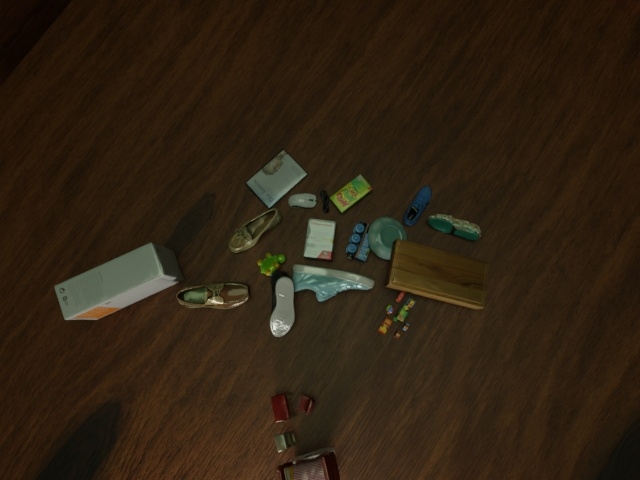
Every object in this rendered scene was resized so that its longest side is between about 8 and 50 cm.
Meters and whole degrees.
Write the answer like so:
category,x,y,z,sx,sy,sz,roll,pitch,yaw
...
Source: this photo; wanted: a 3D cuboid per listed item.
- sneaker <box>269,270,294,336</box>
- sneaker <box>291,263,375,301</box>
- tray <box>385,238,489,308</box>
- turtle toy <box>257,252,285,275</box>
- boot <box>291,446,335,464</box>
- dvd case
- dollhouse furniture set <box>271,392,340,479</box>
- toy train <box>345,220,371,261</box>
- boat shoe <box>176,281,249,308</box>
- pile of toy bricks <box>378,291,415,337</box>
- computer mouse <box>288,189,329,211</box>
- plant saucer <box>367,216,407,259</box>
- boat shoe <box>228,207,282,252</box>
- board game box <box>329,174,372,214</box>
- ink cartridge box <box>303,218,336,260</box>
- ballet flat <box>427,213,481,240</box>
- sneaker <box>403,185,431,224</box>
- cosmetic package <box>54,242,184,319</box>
category,x,y,z,sx,sy,sz,roll,pitch,yaw
sneaker,-0.170,0.268,1.853,0.104,0.147,0.296,2,110,-12
sneaker,0.050,0.198,1.838,0.365,0.135,0.150,8,87,15
tray,0.496,0.143,1.789,0.410,0.076,0.203,14,74,-3
turtle toy,-0.215,0.106,1.897,0.130,0.066,0.095,-39,55,-6
boot,-0.018,0.916,1.730,0.190,0.069,0.086,-21,83,9
dvd case,-0.210,-0.292,1.998,0.253,0.022,0.180,-43,79,-4
dollhouse furniture set,-0.076,0.784,1.662,0.201,0.152,0.374,-20,67,10
toy train,0.183,0.007,1.884,0.105,0.080,0.184,22,79,-1
boat shoe,-0.478,0.245,1.863,0.323,0.120,0.123,-8,79,3
pile of toy bricks,0.338,0.315,1.794,0.118,0.105,0.212,31,83,9
computer mouse,-0.056,-0.183,1.954,0.192,0.042,0.106,0,80,4
plant saucer,0.305,-0.014,1.863,0.194,0.037,0.195,3,80,-17
boat shoe,-0.307,-0.053,1.924,0.285,0.089,0.104,-40,79,-3
board game box,0.142,-0.211,1.944,0.181,0.043,0.092,-38,79,-3
ink cartridge box,0.000,0.000,1.898,0.127,0.072,0.175,7,80,6
ballet flat,0.594,-0.068,1.874,0.241,0.091,0.077,22,51,4
sneaker,0.442,-0.160,1.893,0.069,0.082,0.209,31,81,11
cosmetic package,-0.867,0.186,1.851,0.453,0.230,0.162,-25,79,0
